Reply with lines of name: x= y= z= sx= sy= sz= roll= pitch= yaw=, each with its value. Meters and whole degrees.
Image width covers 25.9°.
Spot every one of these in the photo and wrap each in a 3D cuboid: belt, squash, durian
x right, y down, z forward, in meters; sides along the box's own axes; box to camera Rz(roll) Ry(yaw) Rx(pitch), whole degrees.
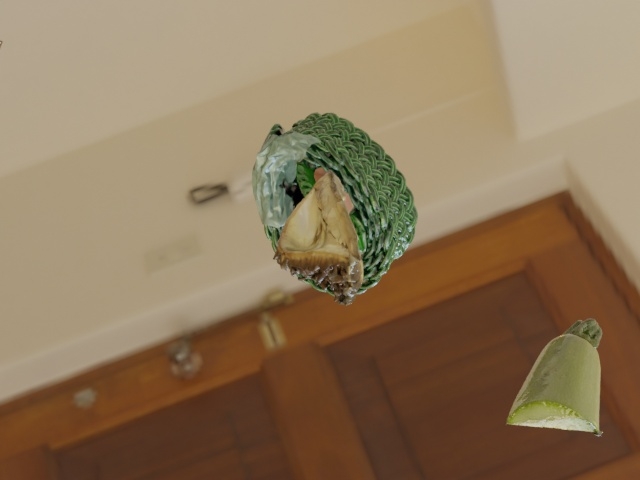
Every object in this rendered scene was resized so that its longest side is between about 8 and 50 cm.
belt: x=0.004 y=-0.027 z=1.126 sx=0.079 sy=0.121 sz=0.151 roll=-41 pitch=107 yaw=-51
squash: x=0.247 y=0.143 z=1.393 sx=0.200 sy=0.090 sz=0.075 roll=-49 pitch=122 yaw=-57
durian: x=0.010 y=0.001 z=0.860 sx=0.052 sy=0.066 sz=0.130 roll=26 pitch=16 yaw=-19

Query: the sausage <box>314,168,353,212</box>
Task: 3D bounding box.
sausage: x=0.013 y=-0.042 z=1.386 sx=0.034 sy=0.034 sz=0.083 roll=-114 pitch=-174 yaw=-54

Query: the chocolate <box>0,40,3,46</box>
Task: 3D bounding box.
chocolate: x=-0.287 y=-0.147 z=1.065 sx=0.100 sy=0.064 sz=0.031 roll=13 pitch=-81 yaw=40
